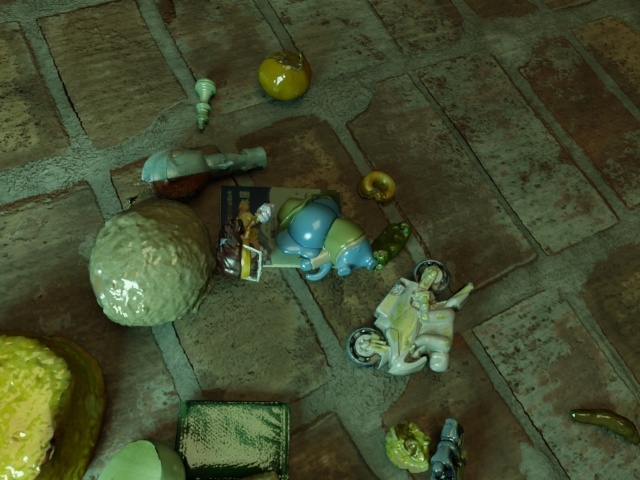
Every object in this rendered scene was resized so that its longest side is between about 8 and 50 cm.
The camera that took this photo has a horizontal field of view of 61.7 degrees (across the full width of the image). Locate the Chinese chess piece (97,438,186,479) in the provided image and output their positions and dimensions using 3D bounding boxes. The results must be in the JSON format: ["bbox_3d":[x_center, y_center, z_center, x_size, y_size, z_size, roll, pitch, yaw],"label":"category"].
[{"bbox_3d":[-0.340,0.470,1.001,0.188,0.083,0.188,-21,43,21],"label":"Chinese chess piece"}]

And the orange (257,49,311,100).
[{"bbox_3d":[-0.098,-0.474,1.525,0.156,0.134,0.157,8,69,-23],"label":"orange"}]

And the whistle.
[{"bbox_3d":[-0.297,-0.175,1.346,0.346,0.142,0.134,-16,78,-31],"label":"whistle"}]

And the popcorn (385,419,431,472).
[{"bbox_3d":[0.192,0.451,1.167,0.096,0.089,0.109,-25,74,-9],"label":"popcorn"}]

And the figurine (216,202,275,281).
[{"bbox_3d":[-0.175,-0.001,1.235,0.115,0.175,0.240,12,32,-2],"label":"figurine"}]

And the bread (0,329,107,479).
[{"bbox_3d":[-0.588,0.330,1.001,0.336,0.204,0.358,9,62,-13],"label":"bread"}]

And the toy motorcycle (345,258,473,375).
[{"bbox_3d":[0.234,0.203,1.276,0.223,0.108,0.341,38,70,17],"label":"toy motorcycle"}]

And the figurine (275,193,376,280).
[{"bbox_3d":[0.001,-0.003,1.285,0.180,0.154,0.262,-42,64,0],"label":"figurine"}]

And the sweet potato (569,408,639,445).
[{"bbox_3d":[0.688,0.434,1.291,0.182,0.054,0.053,20,53,1],"label":"sweet potato"}]

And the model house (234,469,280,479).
[{"bbox_3d":[-0.146,0.592,0.971,0.321,0.261,0.266,47,38,-10],"label":"model house"}]

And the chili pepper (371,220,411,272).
[{"bbox_3d":[0.160,0.025,1.370,0.072,0.073,0.204,27,49,22],"label":"chili pepper"}]

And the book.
[{"bbox_3d":[-0.096,-0.036,1.376,0.322,0.018,0.228,1,64,-11],"label":"book"}]

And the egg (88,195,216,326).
[{"bbox_3d":[-0.356,0.047,1.153,0.279,0.279,0.310,27,43,2],"label":"egg"}]

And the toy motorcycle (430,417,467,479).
[{"bbox_3d":[0.273,0.482,1.151,0.061,0.124,0.193,-1,61,35],"label":"toy motorcycle"}]

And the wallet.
[{"bbox_3d":[-0.182,0.418,1.121,0.236,0.055,0.160,6,68,-13],"label":"wallet"}]

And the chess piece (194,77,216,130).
[{"bbox_3d":[-0.322,-0.368,1.474,0.059,0.059,0.149,5,71,-9],"label":"chess piece"}]

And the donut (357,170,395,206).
[{"bbox_3d":[0.159,-0.149,1.470,0.108,0.043,0.097,17,63,-8],"label":"donut"}]
